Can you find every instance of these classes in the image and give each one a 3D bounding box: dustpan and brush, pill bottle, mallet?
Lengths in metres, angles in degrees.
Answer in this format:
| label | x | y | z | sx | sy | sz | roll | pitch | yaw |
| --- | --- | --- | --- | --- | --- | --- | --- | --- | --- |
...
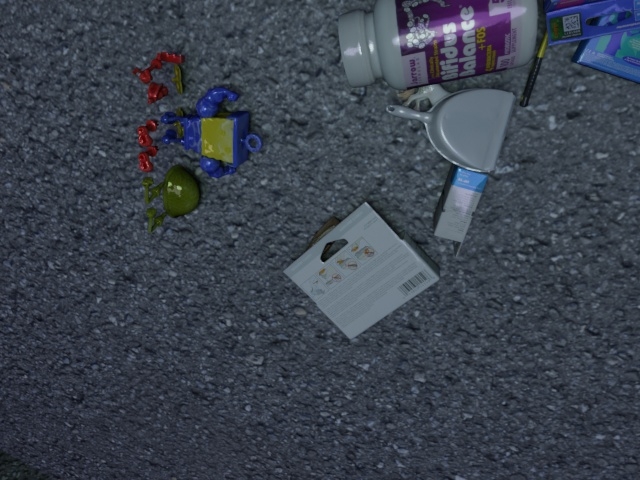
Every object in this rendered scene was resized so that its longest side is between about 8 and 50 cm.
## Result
| label | x | y | z | sx | sy | sz | roll | pitch | yaw |
| --- | --- | --- | --- | --- | --- | --- | --- | --- | --- |
| dustpan and brush | 0.223 | -0.217 | 0.826 | 0.211 | 0.060 | 0.148 | 14 | 96 | -4 |
| pill bottle | 0.189 | -0.351 | 0.772 | 0.301 | 0.169 | 0.169 | -7 | 112 | 16 |
| mallet | 0.390 | -0.336 | 0.811 | 0.039 | 0.062 | 0.190 | 13 | 131 | 9 |

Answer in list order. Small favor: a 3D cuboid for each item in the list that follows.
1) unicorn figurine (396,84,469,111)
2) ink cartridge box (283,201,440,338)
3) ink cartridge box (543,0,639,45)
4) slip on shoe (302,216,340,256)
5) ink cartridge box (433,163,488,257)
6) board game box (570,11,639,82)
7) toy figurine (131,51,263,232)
| label | x | y | z | sx | sy | sz | roll | pitch | yaw |
| --- | --- | --- | --- | --- | --- | --- | --- | --- | --- |
| unicorn figurine | 0.231 | -0.257 | 0.864 | 0.161 | 0.060 | 0.111 | 36 | 116 | -4 |
| ink cartridge box | 0.090 | 0.069 | 1.047 | 0.275 | 0.060 | 0.239 | -40 | 99 | 26 |
| ink cartridge box | 0.427 | -0.470 | 0.675 | 0.185 | 0.065 | 0.312 | -5 | 97 | 16 |
| slip on shoe | 0.000 | 0.000 | 1.049 | 0.135 | 0.051 | 0.041 | -47 | 58 | 34 |
| ink cartridge box | 0.271 | -0.068 | 0.916 | 0.060 | 0.104 | 0.180 | 16 | 116 | 6 |
| board game box | 0.544 | -0.373 | 0.746 | 0.160 | 0.047 | 0.210 | 21 | 117 | 4 |
| toy figurine | -0.231 | -0.182 | 0.944 | 0.217 | 0.191 | 0.363 | 8 | 117 | 4 |
